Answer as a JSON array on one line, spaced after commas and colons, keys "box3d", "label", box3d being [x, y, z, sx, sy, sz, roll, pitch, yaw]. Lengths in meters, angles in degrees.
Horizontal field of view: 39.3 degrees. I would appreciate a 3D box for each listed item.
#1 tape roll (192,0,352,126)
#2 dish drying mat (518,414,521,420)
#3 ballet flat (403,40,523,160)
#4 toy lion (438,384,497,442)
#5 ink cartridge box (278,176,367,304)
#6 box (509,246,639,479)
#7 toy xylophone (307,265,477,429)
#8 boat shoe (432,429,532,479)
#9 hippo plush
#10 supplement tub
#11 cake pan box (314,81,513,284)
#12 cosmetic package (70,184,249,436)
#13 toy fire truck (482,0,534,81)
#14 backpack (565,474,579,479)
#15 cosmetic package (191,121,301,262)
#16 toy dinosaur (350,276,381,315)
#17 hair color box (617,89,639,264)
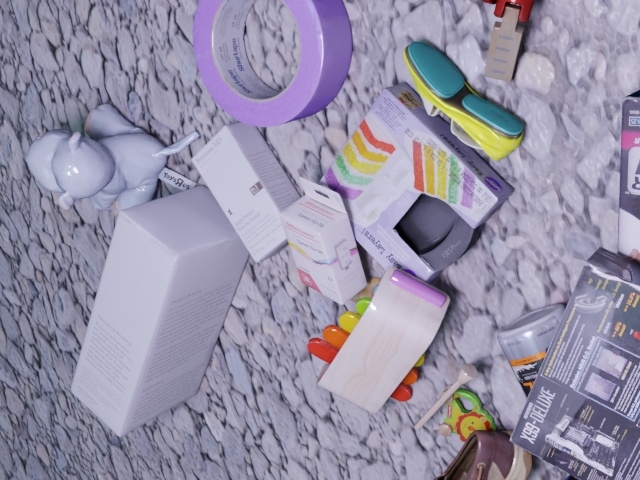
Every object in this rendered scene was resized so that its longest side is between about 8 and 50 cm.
[{"box3d": [-0.084, -0.334, 1.512, 0.275, 0.090, 0.274, 12, 111, 33], "label": "tape roll"}, {"box3d": [0.361, 0.311, 1.460, 0.083, 0.008, 0.032, 19, 116, 29], "label": "dish drying mat"}, {"box3d": [0.204, -0.205, 1.362, 0.231, 0.077, 0.077, 43, 142, 14], "label": "ballet flat"}, {"box3d": [0.252, 0.303, 1.524, 0.096, 0.034, 0.100, 8, 110, 26], "label": "toy lion"}, {"box3d": [0.000, 0.000, 1.518, 0.115, 0.067, 0.198, 25, 142, 45], "label": "ink cartridge box"}, {"box3d": [0.420, 0.197, 1.196, 0.242, 0.076, 0.307, 26, 118, 23], "label": "box"}, {"box3d": [0.120, 0.198, 1.510, 0.236, 0.081, 0.322, 34, 134, -6], "label": "toy xylophone"}, {"box3d": [0.217, 0.443, 1.507, 0.342, 0.123, 0.123, -60, 27, 30], "label": "boat shoe"}, {"box3d": [-0.428, -0.120, 1.735, 0.294, 0.237, 0.234, 22, 117, 29], "label": "hippo plush"}, {"box3d": [0.358, 0.202, 1.356, 0.117, 0.117, 0.190, -28, 88, 38], "label": "supplement tub"}, {"box3d": [0.144, -0.076, 1.449, 0.267, 0.070, 0.245, 48, 129, 13], "label": "cake pan box"}, {"box3d": [-0.310, 0.138, 1.743, 0.161, 0.230, 0.453, 37, 122, 21], "label": "cosmetic package"}, {"box3d": [0.225, -0.360, 1.262, 0.217, 0.158, 0.246, 20, 106, 29], "label": "toy fire truck"}, {"box3d": [0.431, 0.410, 1.337, 0.158, 0.173, 0.116, 18, 115, 29], "label": "backpack"}, {"box3d": [-0.122, -0.091, 1.624, 0.117, 0.085, 0.231, -38, 83, 37], "label": "cosmetic package"}, {"box3d": [0.085, 0.110, 1.575, 0.183, 0.053, 0.092, 3, 93, 33], "label": "toy dinosaur"}, {"box3d": [0.495, -0.023, 1.190, 0.174, 0.105, 0.347, 7, 110, 34], "label": "hair color box"}]
